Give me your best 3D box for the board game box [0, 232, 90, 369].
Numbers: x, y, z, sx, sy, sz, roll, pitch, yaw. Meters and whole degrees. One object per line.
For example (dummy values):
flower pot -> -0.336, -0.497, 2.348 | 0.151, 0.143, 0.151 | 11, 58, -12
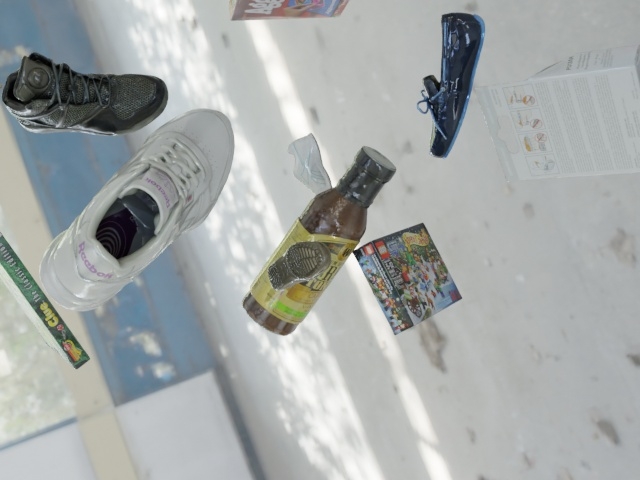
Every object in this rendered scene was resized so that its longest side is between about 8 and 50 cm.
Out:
board game box -> -0.419, 0.059, 1.501 | 0.136, 0.030, 0.260 | 15, 139, 56

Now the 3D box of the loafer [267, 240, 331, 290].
loafer -> -0.024, 0.031, 1.532 | 0.148, 0.050, 0.056 | -24, 84, 56

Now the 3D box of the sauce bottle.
sauce bottle -> 0.000, 0.000, 1.785 | 0.344, 0.111, 0.111 | -56, 44, 18

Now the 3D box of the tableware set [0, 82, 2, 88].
tableware set -> -0.570, -0.215, 1.554 | 0.194, 0.128, 0.039 | 17, 152, 10

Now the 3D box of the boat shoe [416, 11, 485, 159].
boat shoe -> 0.218, -0.274, 1.897 | 0.109, 0.089, 0.258 | -90, 12, -76

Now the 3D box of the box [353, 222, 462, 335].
box -> 0.156, 0.062, 1.885 | 0.044, 0.233, 0.159 | -29, 85, 28

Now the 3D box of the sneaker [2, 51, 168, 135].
sneaker -> -0.327, -0.197, 1.463 | 0.130, 0.227, 0.087 | 50, -139, -75

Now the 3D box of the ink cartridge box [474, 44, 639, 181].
ink cartridge box -> 0.363, -0.178, 1.563 | 0.232, 0.066, 0.189 | 0, 134, 32

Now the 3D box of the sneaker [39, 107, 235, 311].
sneaker -> -0.170, -0.046, 1.180 | 0.114, 0.305, 0.152 | 43, 144, -12

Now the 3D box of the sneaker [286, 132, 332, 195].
sneaker -> -0.015, -0.117, 1.976 | 0.054, 0.061, 0.152 | -91, -19, -84

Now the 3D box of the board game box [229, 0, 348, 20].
board game box -> -0.024, -0.310, 1.256 | 0.281, 0.145, 0.027 | 150, 117, -80
